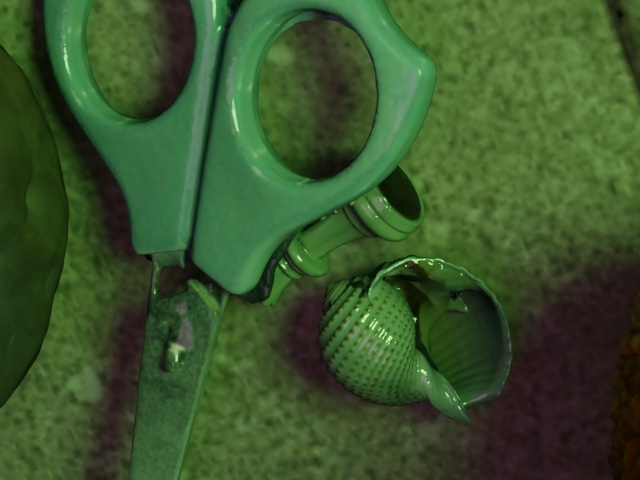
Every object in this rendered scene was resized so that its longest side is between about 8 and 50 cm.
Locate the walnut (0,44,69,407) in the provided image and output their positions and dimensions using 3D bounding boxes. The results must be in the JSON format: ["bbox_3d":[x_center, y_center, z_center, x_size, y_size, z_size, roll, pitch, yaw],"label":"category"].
[{"bbox_3d":[-0.214,-0.011,0.815,0.224,0.224,0.224,4,109,12],"label":"walnut"}]

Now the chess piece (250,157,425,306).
[{"bbox_3d":[0.000,0.000,0.852,0.093,0.042,0.042,-35,98,27],"label":"chess piece"}]

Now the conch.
[{"bbox_3d":[0.040,0.041,0.847,0.085,0.056,0.076,39,93,-23],"label":"conch"}]

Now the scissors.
[{"bbox_3d":[-0.059,0.029,0.851,0.191,0.029,0.360,17,109,23],"label":"scissors"}]

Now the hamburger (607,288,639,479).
[{"bbox_3d":[0.191,0.130,0.721,0.170,0.302,0.302,-10,106,6],"label":"hamburger"}]
